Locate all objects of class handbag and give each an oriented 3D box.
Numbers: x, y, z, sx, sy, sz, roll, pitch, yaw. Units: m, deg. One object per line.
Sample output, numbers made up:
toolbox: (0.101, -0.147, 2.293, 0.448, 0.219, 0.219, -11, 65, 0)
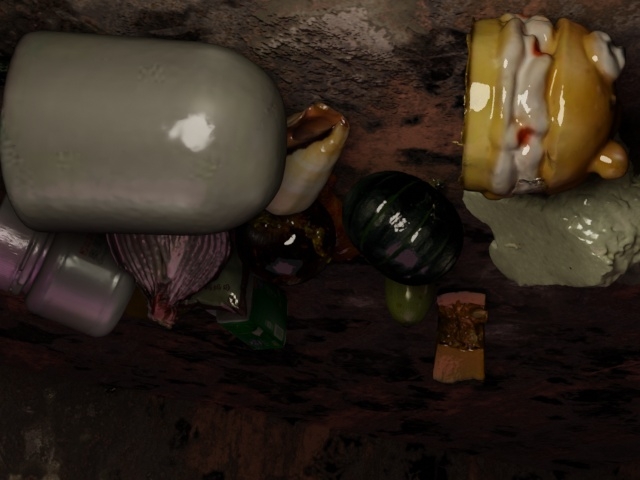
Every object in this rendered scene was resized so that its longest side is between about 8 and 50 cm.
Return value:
handbag: (-0.238, 0.050, 2.058, 0.213, 0.235, 0.127, -3, 155, 24)

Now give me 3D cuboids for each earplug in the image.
earplug: (-0.249, -0.162, 1.486, 0.394, 0.312, 0.312, 2, 157, 5)

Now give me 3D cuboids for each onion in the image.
onion: (-0.293, -0.004, 1.942, 0.267, 0.159, 0.348, 18, 126, 4)

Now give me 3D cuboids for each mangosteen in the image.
mangosteen: (-0.058, 0.010, 1.849, 0.192, 0.192, 0.217, 0, 148, 16)

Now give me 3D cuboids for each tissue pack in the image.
tissue pack: (-0.193, 0.174, 2.444, 0.156, 0.148, 0.209, -6, 154, 23)

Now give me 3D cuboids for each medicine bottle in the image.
medicine bottle: (-0.568, 0.043, 2.113, 0.325, 0.256, 0.256, 26, 152, -16)

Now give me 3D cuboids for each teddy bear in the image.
teddy bear: (0.506, -0.078, 1.626, 0.375, 0.362, 0.327, 19, 142, 59)

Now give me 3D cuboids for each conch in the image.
conch: (-0.032, -0.150, 1.713, 0.255, 0.127, 0.158, -36, 93, 34)

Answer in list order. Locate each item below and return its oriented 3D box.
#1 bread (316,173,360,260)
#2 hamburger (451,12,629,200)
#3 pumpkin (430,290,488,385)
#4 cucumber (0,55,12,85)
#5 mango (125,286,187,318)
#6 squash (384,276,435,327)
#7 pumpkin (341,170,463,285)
bread: (0.005, -0.040, 1.962, 0.139, 0.095, 0.269, -10, 149, 18)
hamburger: (0.308, -0.181, 1.344, 0.237, 0.276, 0.276, 5, 157, 9)
pumpkin: (0.349, 0.255, 2.431, 0.139, 0.190, 0.280, 3, 156, 12)
cucumber: (-0.538, -0.278, 1.602, 0.215, 0.058, 0.052, 0, 150, 10)
mango: (-0.380, 0.101, 2.355, 0.195, 0.142, 0.332, 20, 146, -31)
squash: (0.194, 0.099, 2.127, 0.123, 0.186, 0.123, 8, 164, 2)
pumpkin: (0.162, -0.032, 1.823, 0.250, 0.216, 0.250, 37, 170, 8)
